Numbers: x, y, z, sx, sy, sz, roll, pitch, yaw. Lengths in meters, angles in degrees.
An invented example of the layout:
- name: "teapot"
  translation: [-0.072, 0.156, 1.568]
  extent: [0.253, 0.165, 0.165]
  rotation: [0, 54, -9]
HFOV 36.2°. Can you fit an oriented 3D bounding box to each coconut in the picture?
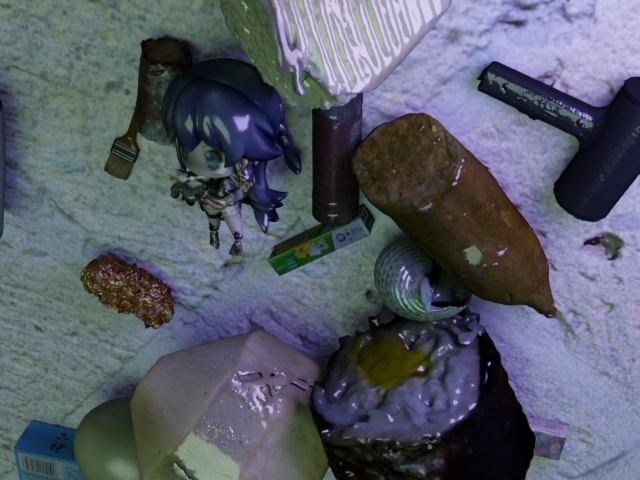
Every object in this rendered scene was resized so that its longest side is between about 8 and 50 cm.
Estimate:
- name: "coconut"
  translation: [-0.142, 0.304, 1.589]
  extent: [0.353, 0.352, 0.352]
  rotation: [8, 125, 11]

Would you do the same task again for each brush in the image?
- name: "brush"
  translation: [-0.289, -0.162, 1.495]
  extent: [0.043, 0.014, 0.170]
  rotation: [27, 126, -5]

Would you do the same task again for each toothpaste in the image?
- name: "toothpaste"
  translation: [0.000, 0.000, 1.504]
  extent: [0.178, 0.043, 0.037]
  rotation: [-25, 111, 29]

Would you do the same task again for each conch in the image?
- name: "conch"
  translation: [0.148, 0.067, 1.454]
  extent: [0.135, 0.153, 0.102]
  rotation: [-1, 140, -23]

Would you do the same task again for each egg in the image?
- name: "egg"
  translation: [-0.326, 0.385, 1.770]
  extent: [0.242, 0.186, 0.186]
  rotation: [25, 127, -7]

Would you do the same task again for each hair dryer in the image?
- name: "hair dryer"
  translation: [0.321, -0.161, 1.293]
  extent: [0.251, 0.089, 0.197]
  rotation: [31, 129, 5]

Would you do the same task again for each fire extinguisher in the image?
- name: "fire extinguisher"
  translation: [0.032, -0.152, 1.380]
  extent: [0.089, 0.072, 0.267]
  rotation: [-12, 126, -18]

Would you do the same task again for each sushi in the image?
- name: "sushi"
  translation: [0.162, 0.284, 1.499]
  extent: [0.299, 0.281, 0.294]
  rotation: [-15, 124, 13]

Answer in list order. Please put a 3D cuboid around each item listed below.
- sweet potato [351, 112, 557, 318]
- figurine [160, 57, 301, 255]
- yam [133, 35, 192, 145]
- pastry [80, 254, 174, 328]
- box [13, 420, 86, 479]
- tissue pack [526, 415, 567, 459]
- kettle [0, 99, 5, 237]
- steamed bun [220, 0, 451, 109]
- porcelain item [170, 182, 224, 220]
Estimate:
- name: "sweet potato"
  translation: [0.206, -0.021, 1.375]
  extent: [0.158, 0.158, 0.370]
  rotation: [-30, 118, 31]
- name: "figurine"
  translation: [-0.126, -0.126, 1.366]
  extent: [0.175, 0.197, 0.265]
  rotation: [7, 145, 10]
- name: "yam"
  translation: [-0.227, -0.214, 1.402]
  extent: [0.079, 0.079, 0.141]
  rotation: [19, 129, 3]
- name: "pastry"
  translation: [-0.316, 0.078, 1.640]
  extent: [0.169, 0.063, 0.087]
  rotation: [31, 120, -10]
- name: "box"
  translation: [-0.474, 0.453, 1.924]
  extent: [0.232, 0.083, 0.142]
  rotation: [9, 125, 8]
- name: "tissue pack"
  translation: [0.364, 0.328, 1.629]
  extent: [0.083, 0.035, 0.063]
  rotation: [12, 125, 6]
- name: "kettle"
  translation: [-0.593, -0.133, 1.524]
  extent: [0.240, 0.165, 0.255]
  rotation: [35, 131, 27]
- name: "steamed bun"
  translation: [-0.018, -0.318, 1.194]
  extent: [0.272, 0.273, 0.290]
  rotation: [19, 138, 59]
- name: "porcelain item"
  translation: [-0.163, -0.061, 1.523]
  extent: [0.136, 0.021, 0.075]
  rotation: [-6, 125, 20]
